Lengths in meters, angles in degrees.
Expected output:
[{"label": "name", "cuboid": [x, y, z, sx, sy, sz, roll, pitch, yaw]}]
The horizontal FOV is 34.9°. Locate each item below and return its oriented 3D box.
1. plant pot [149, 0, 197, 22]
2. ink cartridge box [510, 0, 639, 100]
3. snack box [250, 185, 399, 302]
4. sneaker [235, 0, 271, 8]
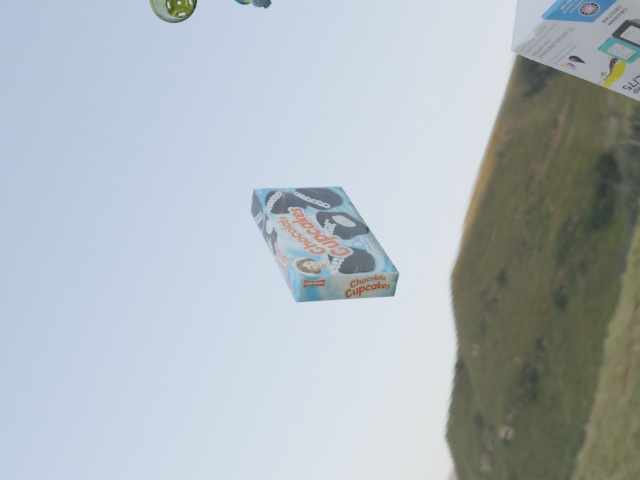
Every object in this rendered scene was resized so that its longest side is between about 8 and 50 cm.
[{"label": "plant pot", "cuboid": [-0.246, -0.409, 1.734, 0.079, 0.083, 0.083, -131, 55, -67]}, {"label": "ink cartridge box", "cuboid": [0.450, -0.352, 1.471, 0.198, 0.270, 0.197, 134, 151, -63]}, {"label": "snack box", "cuboid": [0.000, 0.000, 1.880, 0.322, 0.187, 0.060, -121, 34, -53]}, {"label": "sneaker", "cuboid": [-0.059, -0.483, 1.714, 0.208, 0.127, 0.319, -37, 6, -10]}]
